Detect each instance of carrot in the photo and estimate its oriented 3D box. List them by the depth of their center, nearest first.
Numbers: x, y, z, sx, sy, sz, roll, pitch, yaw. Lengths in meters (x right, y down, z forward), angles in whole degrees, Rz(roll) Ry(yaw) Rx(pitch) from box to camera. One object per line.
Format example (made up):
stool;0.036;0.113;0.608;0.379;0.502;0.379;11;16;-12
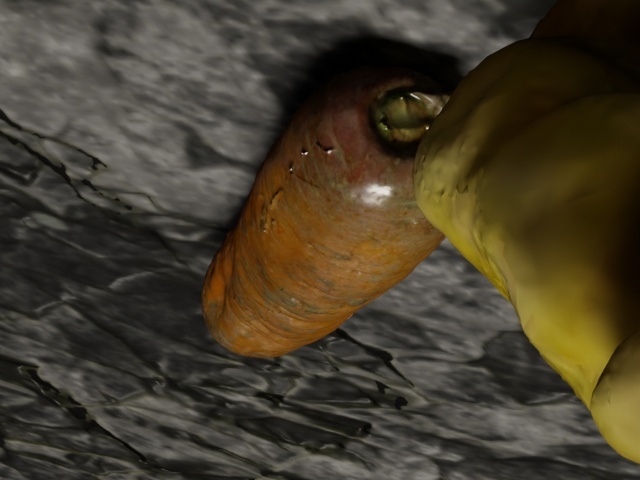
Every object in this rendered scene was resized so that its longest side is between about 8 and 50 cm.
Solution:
carrot;0.000;0.000;0.625;0.060;0.060;0.186;20;154;-9

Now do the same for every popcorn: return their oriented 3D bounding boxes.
popcorn;0.172;0.029;0.411;0.332;0.225;0.265;30;162;20
